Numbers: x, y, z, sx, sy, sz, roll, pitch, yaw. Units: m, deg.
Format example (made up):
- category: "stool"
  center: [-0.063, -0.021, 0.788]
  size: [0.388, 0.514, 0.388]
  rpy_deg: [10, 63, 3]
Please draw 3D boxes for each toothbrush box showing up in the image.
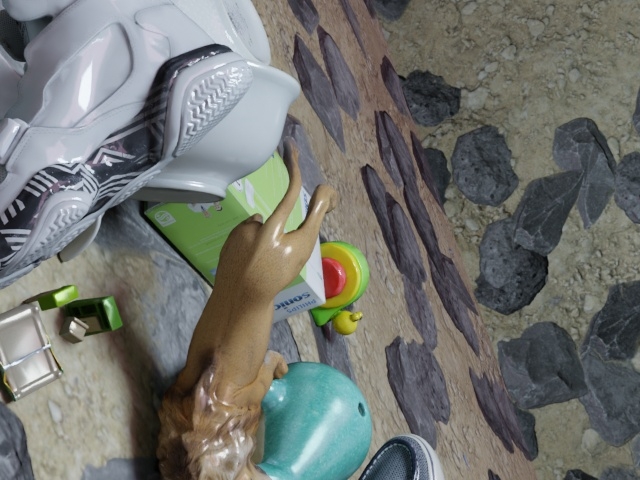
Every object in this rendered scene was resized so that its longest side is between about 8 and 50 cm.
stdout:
- category: "toothbrush box"
  center: [-0.113, -0.045, 1.375]
  size: [0.283, 0.122, 0.206]
  rpy_deg: [50, 24, -42]

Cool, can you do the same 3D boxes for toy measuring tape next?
- category: "toy measuring tape"
  center: [0.000, 0.000, 1.667]
  size: [0.330, 0.121, 0.121]
  rpy_deg: [68, 17, 4]

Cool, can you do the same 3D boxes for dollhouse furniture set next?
- category: "dollhouse furniture set"
  center: [-0.263, 0.090, 0.934]
  size: [0.152, 0.059, 0.076]
  rpy_deg: [-29, 104, -53]

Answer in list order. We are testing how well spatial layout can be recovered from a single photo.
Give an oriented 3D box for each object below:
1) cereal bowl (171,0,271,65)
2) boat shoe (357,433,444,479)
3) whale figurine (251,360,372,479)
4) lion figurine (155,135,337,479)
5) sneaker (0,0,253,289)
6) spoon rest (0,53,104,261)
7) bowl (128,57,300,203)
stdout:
- category: "cereal bowl"
  center: [-0.173, -0.306, 1.499]
  size: [0.339, 0.141, 0.339]
  rpy_deg: [57, 20, -33]
- category: "boat shoe"
  center: [0.046, 0.366, 1.193]
  size: [0.158, 0.127, 0.340]
  rpy_deg: [48, 48, -39]
- category: "whale figurine"
  center: [-0.017, 0.259, 1.249]
  size: [0.216, 0.141, 0.272]
  rpy_deg: [64, 19, -12]
- category: "lion figurine"
  center: [-0.084, 0.092, 1.062]
  size: [0.240, 0.142, 0.392]
  rpy_deg: [-51, 150, -75]
- category: "sneaker"
  center: [-0.249, -0.112, 0.860]
  size: [0.210, 0.366, 0.137]
  rpy_deg: [50, -25, -3]
- category: "spoon rest"
  center: [-0.297, -0.103, 0.973]
  size: [0.276, 0.084, 0.137]
  rpy_deg: [56, 20, -33]
- category: "bowl"
  center: [-0.173, -0.115, 1.102]
  size: [0.298, 0.298, 0.134]
  rpy_deg: [16, 77, -68]
